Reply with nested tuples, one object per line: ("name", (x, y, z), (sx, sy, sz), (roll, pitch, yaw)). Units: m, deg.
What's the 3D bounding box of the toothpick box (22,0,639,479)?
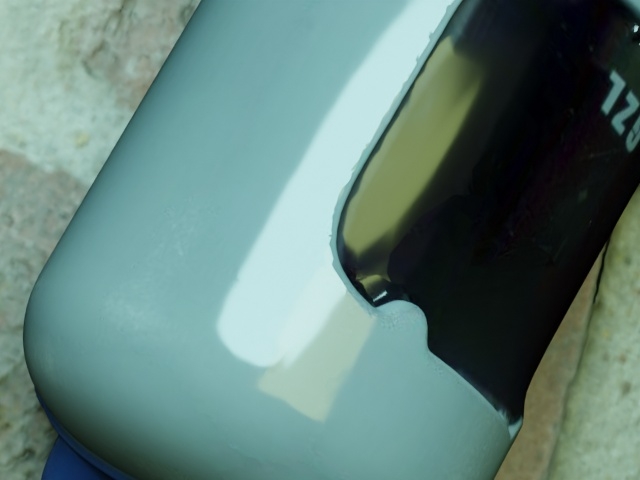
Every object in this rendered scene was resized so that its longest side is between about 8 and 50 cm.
("toothpick box", (0.000, 0.000, 0.752), (0.263, 0.263, 0.355), (32, 74, -9))
